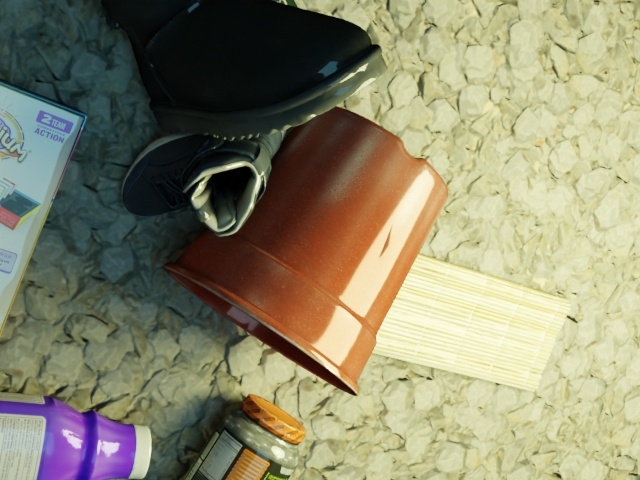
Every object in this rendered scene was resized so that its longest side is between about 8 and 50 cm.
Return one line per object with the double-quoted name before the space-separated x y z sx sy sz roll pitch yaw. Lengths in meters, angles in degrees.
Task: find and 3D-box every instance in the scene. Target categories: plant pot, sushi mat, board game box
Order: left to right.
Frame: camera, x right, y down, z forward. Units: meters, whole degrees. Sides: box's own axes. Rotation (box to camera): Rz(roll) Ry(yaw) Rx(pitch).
"board game box" -0.429 -0.039 1.111 0.242 0.064 0.316 22 94 -25
"plant pot" 0.000 0.000 1.203 0.272 0.272 0.265 39 78 -25
"sushi mat" 0.207 0.117 1.434 0.317 0.019 0.151 16 97 -25

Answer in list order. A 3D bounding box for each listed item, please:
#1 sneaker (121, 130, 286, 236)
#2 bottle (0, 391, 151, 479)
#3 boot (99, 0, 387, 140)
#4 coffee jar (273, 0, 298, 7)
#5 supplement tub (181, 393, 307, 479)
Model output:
"sneaker" -0.149 -0.057 1.126 0.226 0.163 0.086 -26 119 24
"bottle" -0.346 0.243 1.199 0.283 0.092 0.118 8 100 -24
"boot" -0.157 -0.324 0.998 0.146 0.367 0.445 -40 116 -33
"coffee jar" -0.071 -0.270 1.191 0.096 0.079 0.184 -35 114 -11
"supplement tub" -0.106 0.301 1.299 0.117 0.117 0.190 34 89 -25
